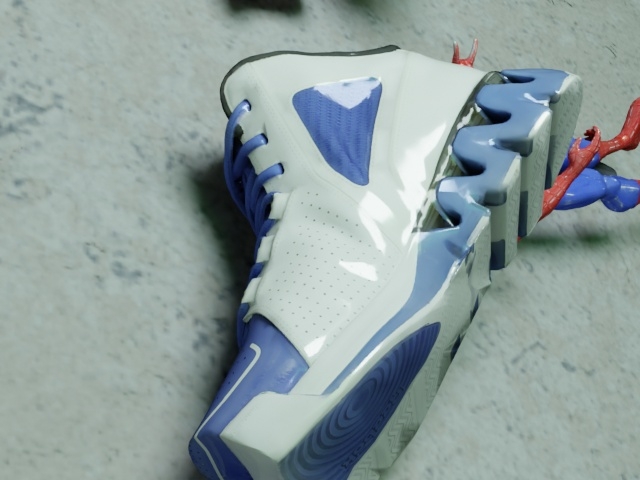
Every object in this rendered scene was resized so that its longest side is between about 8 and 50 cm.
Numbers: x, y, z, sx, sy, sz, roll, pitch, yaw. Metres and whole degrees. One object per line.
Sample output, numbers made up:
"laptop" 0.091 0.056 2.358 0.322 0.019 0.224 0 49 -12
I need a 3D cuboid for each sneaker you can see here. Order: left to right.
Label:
"sneaker" 0.001 -0.001 0.774 0.182 0.127 0.315 24 58 22

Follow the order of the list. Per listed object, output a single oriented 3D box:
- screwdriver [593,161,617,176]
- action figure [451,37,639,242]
"screwdriver" 0.149 -0.070 1.027 0.170 0.024 0.025 19 17 -19
"action figure" 0.160 -0.068 0.924 0.280 0.139 0.091 -19 53 -36
